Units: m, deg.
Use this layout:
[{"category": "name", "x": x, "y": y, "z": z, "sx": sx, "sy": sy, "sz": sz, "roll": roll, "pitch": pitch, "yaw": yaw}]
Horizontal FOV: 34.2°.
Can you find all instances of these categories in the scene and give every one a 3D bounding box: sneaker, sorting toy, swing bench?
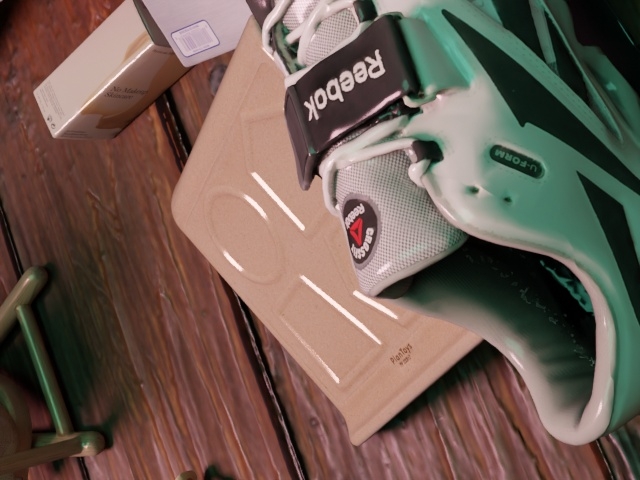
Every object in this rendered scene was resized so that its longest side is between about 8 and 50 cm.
[{"category": "sneaker", "x": 0.043, "y": -0.055, "z": 0.447, "sx": 0.330, "sy": 0.146, "sz": 0.122, "roll": 46, "pitch": 142, "yaw": 2}, {"category": "sorting toy", "x": 0.000, "y": 0.000, "z": 0.598, "sx": 0.208, "sy": 0.038, "sz": 0.193, "roll": 52, "pitch": 146, "yaw": 12}, {"category": "swing bench", "x": -0.350, "y": 0.142, "z": 0.765, "sx": 0.254, "sy": 0.253, "sz": 0.165, "roll": -29, "pitch": 75, "yaw": 32}]

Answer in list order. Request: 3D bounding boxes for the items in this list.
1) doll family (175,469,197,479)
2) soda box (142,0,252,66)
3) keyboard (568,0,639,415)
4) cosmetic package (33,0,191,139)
[{"category": "doll family", "x": -0.080, "y": 0.256, "z": 0.699, "sx": 0.111, "sy": 0.076, "sz": 0.193, "roll": 25, "pitch": 111, "yaw": 27}, {"category": "soda box", "x": 0.025, "y": -0.183, "z": 0.533, "sx": 0.286, "sy": 0.098, "sz": 0.091, "roll": -12, "pitch": 120, "yaw": 40}, {"category": "keyboard", "x": 0.154, "y": -0.085, "z": 0.539, "sx": 0.201, "sy": 0.033, "sz": 0.317, "roll": -43, "pitch": 70, "yaw": 36}, {"category": "cosmetic package", "x": -0.139, "y": -0.117, "z": 0.722, "sx": 0.115, "sy": 0.060, "sz": 0.041, "roll": -35, "pitch": 75, "yaw": 33}]
